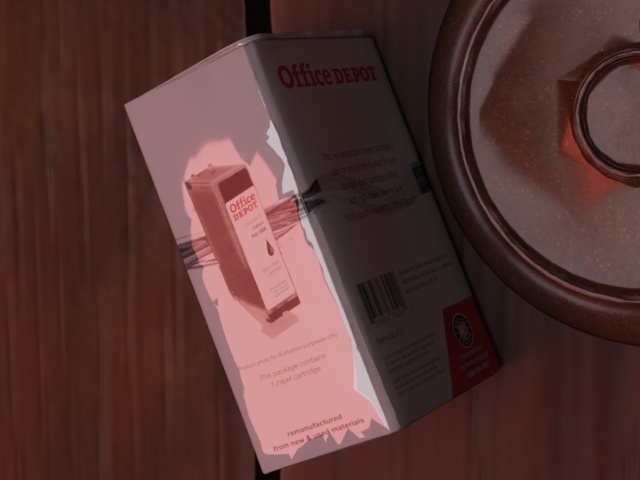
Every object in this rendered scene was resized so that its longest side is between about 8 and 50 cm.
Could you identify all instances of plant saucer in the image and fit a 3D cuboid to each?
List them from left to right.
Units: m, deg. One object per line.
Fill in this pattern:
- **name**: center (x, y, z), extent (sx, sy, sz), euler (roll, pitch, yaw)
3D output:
- **plant saucer**: center (0.110, -0.044, 0.518), extent (0.168, 0.029, 0.168), euler (4, 99, 26)

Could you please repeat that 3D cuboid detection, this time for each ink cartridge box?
- **ink cartridge box**: center (0.000, 0.000, 0.537), extent (0.056, 0.099, 0.135), euler (-22, 87, 28)
